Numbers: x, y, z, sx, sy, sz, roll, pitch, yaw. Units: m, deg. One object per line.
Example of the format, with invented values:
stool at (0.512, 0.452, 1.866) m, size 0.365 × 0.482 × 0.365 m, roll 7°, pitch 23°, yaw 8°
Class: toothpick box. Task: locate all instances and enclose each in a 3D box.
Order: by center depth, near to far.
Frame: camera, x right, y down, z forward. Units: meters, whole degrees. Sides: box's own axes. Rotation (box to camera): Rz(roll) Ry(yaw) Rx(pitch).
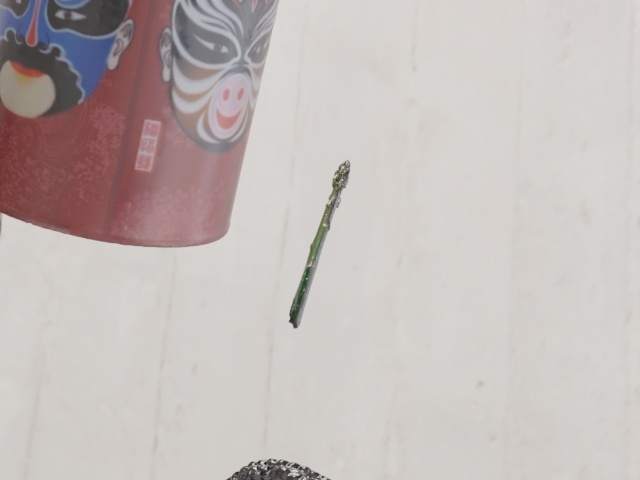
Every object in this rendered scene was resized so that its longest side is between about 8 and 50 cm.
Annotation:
toothpick box at (-0.127, -0.183, 1.146) m, size 0.204 × 0.204 × 0.333 m, roll 13°, pitch 104°, yaw 1°

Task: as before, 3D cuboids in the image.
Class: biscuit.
biscuit at (-0.015, 0.155, 0.877) m, size 0.027 × 0.089 × 0.087 m, roll -44°, pitch 118°, yaw -51°

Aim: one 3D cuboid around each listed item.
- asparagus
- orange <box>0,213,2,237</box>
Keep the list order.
asparagus at (0.000, 0.000, 1.315) m, size 0.013 × 0.016 × 0.166 m, roll 12°, pitch 59°, yaw 10°
orange at (-0.419, -0.029, 1.369) m, size 0.310 × 0.274 × 0.274 m, roll 5°, pitch 66°, yaw 31°
